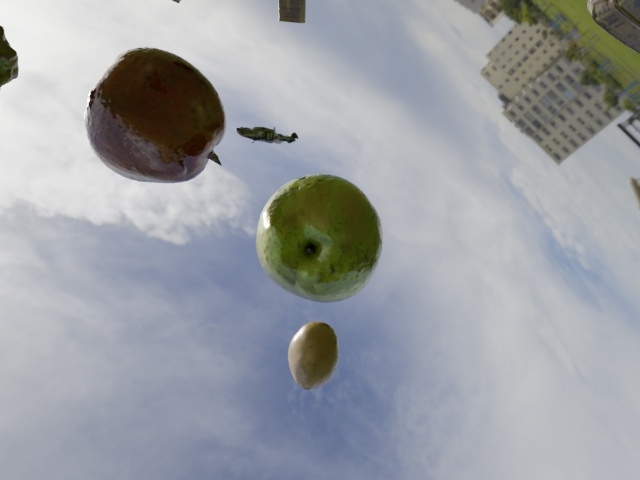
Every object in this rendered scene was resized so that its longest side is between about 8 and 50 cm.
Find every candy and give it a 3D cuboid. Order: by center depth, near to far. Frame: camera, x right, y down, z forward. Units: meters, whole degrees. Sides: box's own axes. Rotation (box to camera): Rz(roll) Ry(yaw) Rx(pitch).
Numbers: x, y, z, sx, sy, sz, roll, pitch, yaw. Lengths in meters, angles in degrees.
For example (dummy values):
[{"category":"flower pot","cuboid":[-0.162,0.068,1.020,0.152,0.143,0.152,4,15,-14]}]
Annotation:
[{"category":"candy","cuboid":[-0.153,-0.310,1.307,0.094,0.051,0.226,13,-164,31]}]

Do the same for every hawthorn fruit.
[{"category":"hawthorn fruit","cuboid":[-0.465,-0.337,1.324,0.402,0.403,0.403,26,-142,-23]}]

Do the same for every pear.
[{"category":"pear","cuboid":[0.000,0.000,1.238,0.391,0.391,0.391,26,-142,-23]}]

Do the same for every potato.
[{"category":"potato","cuboid":[-0.011,0.249,0.962,0.112,0.112,0.147,24,-113,-26]}]

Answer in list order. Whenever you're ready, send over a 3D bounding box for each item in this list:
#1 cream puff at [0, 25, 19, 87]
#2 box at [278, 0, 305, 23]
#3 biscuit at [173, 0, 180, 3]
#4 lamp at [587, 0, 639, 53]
[{"category":"cream puff","cuboid":[-1.025,-0.528,1.275,0.281,0.185,0.282,29,-131,-39]},{"category":"box","cuboid":[-0.088,-0.766,1.387,0.089,0.156,0.022,8,-146,11]},{"category":"biscuit","cuboid":[-0.304,-0.537,0.863,0.141,0.038,0.289,20,179,-36]},{"category":"lamp","cuboid":[0.622,-0.457,0.845,0.185,0.161,0.161,28,-142,-12]}]
